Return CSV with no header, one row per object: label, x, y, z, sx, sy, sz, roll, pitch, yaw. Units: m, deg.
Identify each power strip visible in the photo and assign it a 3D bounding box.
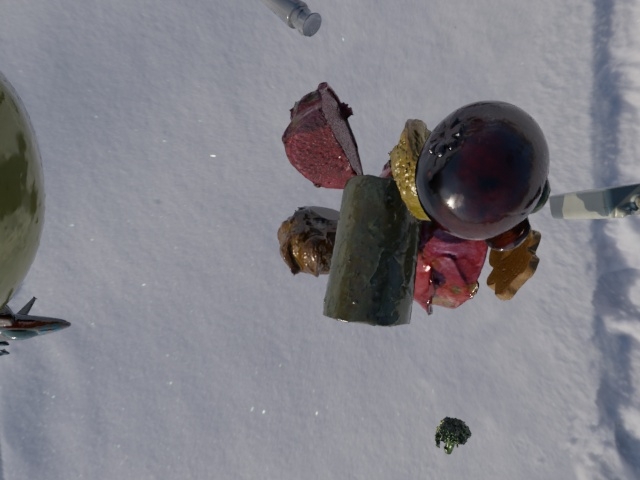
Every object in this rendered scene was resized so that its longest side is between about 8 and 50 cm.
power strip,0.548,-0.074,1.209,0.098,0.338,0.058,-8,92,0

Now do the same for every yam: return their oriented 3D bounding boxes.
yam,0.097,0.029,1.106,0.161,0.161,0.268,7,75,5

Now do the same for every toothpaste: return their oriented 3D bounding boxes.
toothpaste,-0.119,-0.637,1.640,0.299,0.114,0.073,42,112,26

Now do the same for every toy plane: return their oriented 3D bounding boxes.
toy plane,-0.564,0.135,1.051,0.327,0.104,0.223,-7,132,8

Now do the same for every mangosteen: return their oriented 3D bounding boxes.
mangosteen,0.217,-0.079,0.795,0.200,0.200,0.199,1,97,6

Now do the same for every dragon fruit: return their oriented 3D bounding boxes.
dragon fruit,0.002,-0.223,1.309,0.126,0.274,0.161,-12,54,21
dragon fruit,0.212,-0.040,1.346,0.249,0.386,0.370,5,61,-9

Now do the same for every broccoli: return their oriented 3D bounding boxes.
broccoli,0.324,0.479,1.522,0.095,0.097,0.092,19,108,4

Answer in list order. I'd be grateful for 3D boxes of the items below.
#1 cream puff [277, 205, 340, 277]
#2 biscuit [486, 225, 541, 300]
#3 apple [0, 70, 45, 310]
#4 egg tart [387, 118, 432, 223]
cream puff,0.000,0.000,1.626,0.241,0.269,0.154,-2,112,-26
biscuit,0.337,0.030,1.090,0.027,0.184,0.133,26,109,-8
apple,-0.581,-0.071,0.791,0.474,0.473,0.473,1,97,6
egg tart,0.159,-0.097,0.949,0.074,0.191,0.191,-20,95,21
